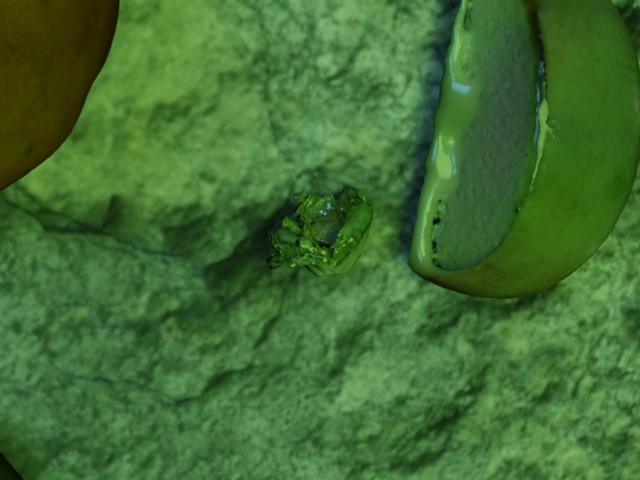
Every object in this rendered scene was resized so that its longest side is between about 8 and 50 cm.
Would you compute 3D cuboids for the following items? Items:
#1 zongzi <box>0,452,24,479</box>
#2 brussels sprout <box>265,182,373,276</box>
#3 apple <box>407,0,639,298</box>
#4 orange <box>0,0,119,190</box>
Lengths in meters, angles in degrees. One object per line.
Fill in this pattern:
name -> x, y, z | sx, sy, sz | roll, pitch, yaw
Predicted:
zongzi -> -0.179, 0.228, 0.891 | 0.323, 0.160, 0.360 | 10, 71, -41
brussels sprout -> 0.000, 0.000, 0.942 | 0.085, 0.085, 0.058 | -16, 109, -21
apple -> 0.180, -0.075, 0.986 | 0.193, 0.120, 0.265 | 5, 101, -36
orange -> -0.243, -0.145, 0.717 | 0.284, 0.226, 0.284 | -9, 110, -27
